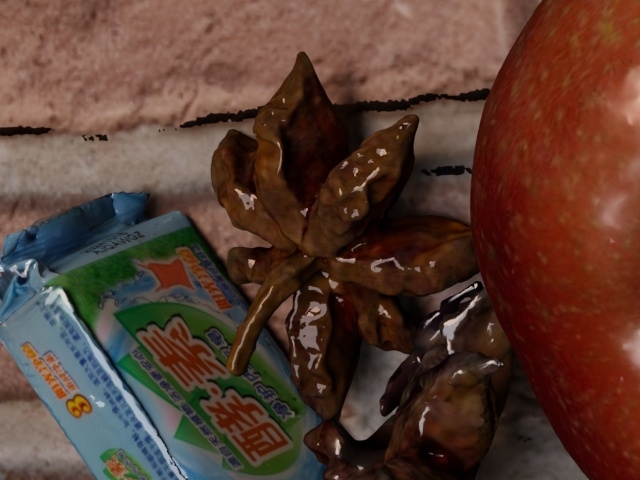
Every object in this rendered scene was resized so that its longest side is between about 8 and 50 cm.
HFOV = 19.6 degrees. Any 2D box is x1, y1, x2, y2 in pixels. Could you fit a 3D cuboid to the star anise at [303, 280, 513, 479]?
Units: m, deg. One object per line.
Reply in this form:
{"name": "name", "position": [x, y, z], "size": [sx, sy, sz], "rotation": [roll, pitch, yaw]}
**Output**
{"name": "star anise", "position": [0.040, 0.118, 1.008], "size": [0.102, 0.272, 0.272], "rotation": [19, 114, 4]}

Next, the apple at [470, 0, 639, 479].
{"name": "apple", "position": [0.232, -0.005, 0.833], "size": [0.348, 0.277, 0.349], "rotation": [10, 109, 30]}

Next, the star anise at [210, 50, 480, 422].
{"name": "star anise", "position": [0.006, -0.002, 1.090], "size": [0.196, 0.111, 0.212], "rotation": [-22, 84, 28]}

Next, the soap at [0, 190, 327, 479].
{"name": "soap", "position": [-0.082, 0.103, 1.138], "size": [0.077, 0.156, 0.293], "rotation": [-43, 80, 35]}
